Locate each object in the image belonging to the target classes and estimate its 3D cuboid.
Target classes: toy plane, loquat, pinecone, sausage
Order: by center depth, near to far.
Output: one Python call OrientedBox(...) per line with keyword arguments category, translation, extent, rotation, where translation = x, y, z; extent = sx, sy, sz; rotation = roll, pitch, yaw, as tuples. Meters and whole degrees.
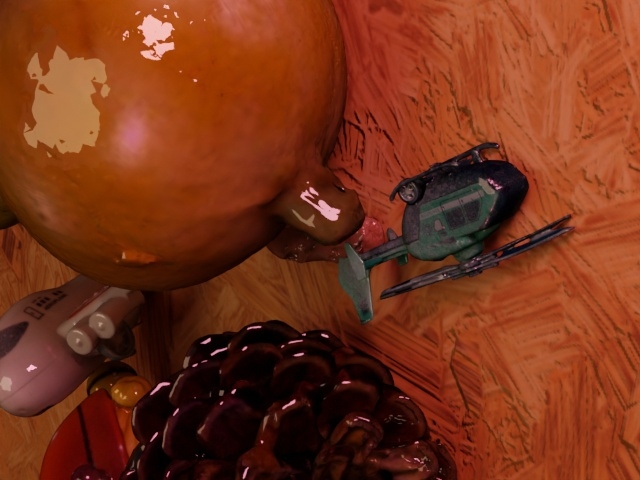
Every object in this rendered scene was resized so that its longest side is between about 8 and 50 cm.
OrientedBox(category="toy plane", translation=(0.091, -0.008, 1.086), extent=(0.235, 0.060, 0.096), rotation=(-25, 91, 43))
OrientedBox(category="loquat", translation=(-0.113, -0.104, 1.130), extent=(0.359, 0.328, 0.328), rotation=(38, 129, 18))
OrientedBox(category="pinecone", translation=(-0.035, 0.218, 1.154), extent=(0.296, 0.242, 0.298), rotation=(-4, 89, 55))
OrientedBox(category="sausage", translation=(0.000, 0.000, 1.226), extent=(0.158, 0.036, 0.042), rotation=(1, 87, 52))
OrientedBox(category="toy plane", translation=(-0.263, 0.089, 1.441), extent=(0.118, 0.252, 0.252), rotation=(50, 144, -12))

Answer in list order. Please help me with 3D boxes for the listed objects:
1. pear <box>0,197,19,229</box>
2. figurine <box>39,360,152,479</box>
OrientedBox(category="pear", translation=(-0.357, -0.161, 1.466), extent=(0.294, 0.294, 0.294), rotation=(17, 111, 50))
OrientedBox(category="figurine", translation=(-0.195, 0.269, 1.412), extent=(0.320, 0.196, 0.323), rotation=(65, 151, 20))
